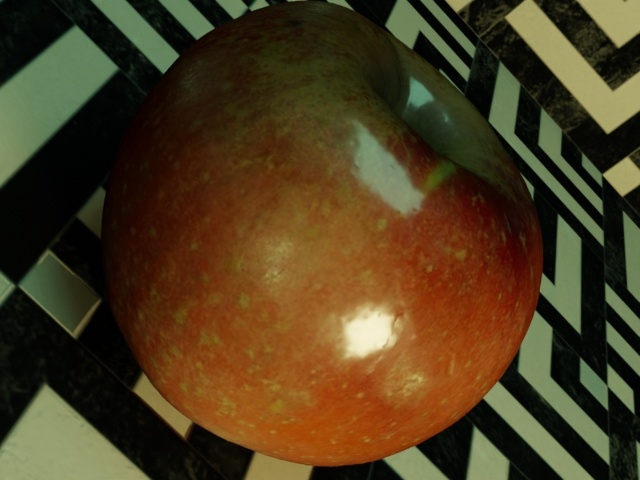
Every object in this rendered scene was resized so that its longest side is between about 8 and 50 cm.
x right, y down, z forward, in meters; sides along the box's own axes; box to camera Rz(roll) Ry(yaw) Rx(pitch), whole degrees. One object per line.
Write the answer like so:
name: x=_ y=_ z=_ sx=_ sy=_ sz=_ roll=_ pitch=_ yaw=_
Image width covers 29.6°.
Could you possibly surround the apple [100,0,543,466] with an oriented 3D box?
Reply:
apple: x=0.000 y=0.000 z=0.913 sx=0.348 sy=0.277 sz=0.348 roll=36 pitch=28 yaw=-23
